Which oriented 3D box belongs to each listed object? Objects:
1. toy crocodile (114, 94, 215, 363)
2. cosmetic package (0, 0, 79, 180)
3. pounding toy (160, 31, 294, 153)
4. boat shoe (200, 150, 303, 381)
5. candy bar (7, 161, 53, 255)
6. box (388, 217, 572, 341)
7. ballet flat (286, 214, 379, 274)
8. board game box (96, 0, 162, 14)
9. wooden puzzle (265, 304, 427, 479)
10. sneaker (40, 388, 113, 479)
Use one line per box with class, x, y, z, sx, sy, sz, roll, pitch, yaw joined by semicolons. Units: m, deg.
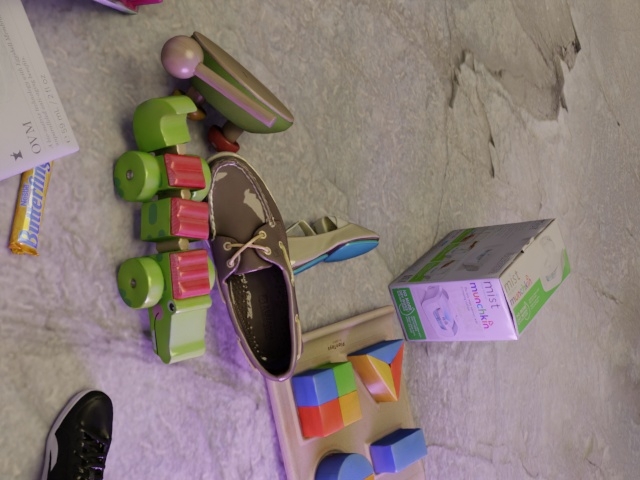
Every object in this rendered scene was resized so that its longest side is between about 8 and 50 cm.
toy crocodile;-0.187;-0.014;1.048;0.115;0.105;0.340;0;86;-49
cosmetic package;-0.398;-0.150;0.798;0.225;0.138;0.224;-33;110;-45
pounding toy;-0.140;-0.183;1.112;0.183;0.110;0.237;42;10;-2
boat shoe;-0.093;0.037;1.129;0.117;0.097;0.324;-13;100;-8
candy bar;-0.332;-0.058;0.952;0.040;0.018;0.161;21;69;-46
box;0.297;0.069;1.502;0.262;0.231;0.126;-35;111;-46
ballet flat;0.000;0.000;1.290;0.248;0.086;0.086;-17;98;-48
board game box;-0.256;-0.461;0.871;0.390;0.050;0.390;-81;164;-80
wooden puzzle;0.066;0.300;1.318;0.322;0.080;0.348;-12;94;-49
sneaker;-0.258;0.273;0.914;0.079;0.121;0.217;40;56;-40
